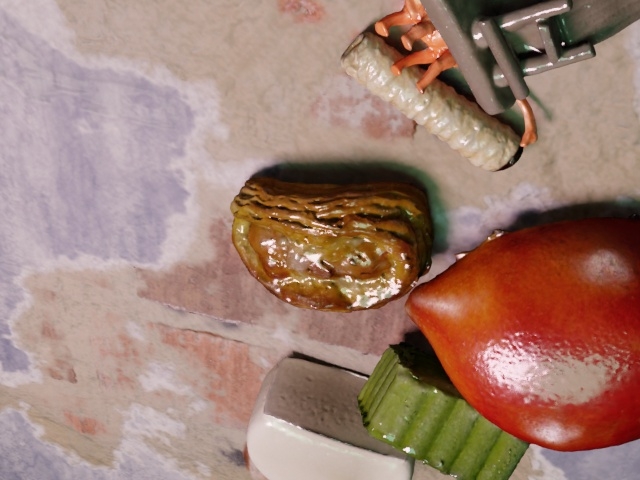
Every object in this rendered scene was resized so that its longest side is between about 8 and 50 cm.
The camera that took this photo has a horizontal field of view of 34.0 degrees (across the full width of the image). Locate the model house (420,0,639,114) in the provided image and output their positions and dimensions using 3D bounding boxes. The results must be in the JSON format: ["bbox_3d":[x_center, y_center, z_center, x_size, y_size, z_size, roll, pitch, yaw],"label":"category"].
[{"bbox_3d":[0.196,-0.247,0.952,0.188,0.122,0.229,-16,121,29],"label":"model house"}]

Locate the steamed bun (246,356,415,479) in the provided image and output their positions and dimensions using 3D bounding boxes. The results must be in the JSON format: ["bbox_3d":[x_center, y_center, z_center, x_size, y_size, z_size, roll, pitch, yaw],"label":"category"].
[{"bbox_3d":[0.016,0.285,1.496,0.242,0.146,0.164,17,132,3],"label":"steamed bun"}]

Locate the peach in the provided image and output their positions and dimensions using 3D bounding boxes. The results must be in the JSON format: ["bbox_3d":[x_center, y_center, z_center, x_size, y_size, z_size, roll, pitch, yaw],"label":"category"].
[{"bbox_3d":[0.275,0.119,1.177,0.362,0.201,0.257,0,134,6],"label":"peach"}]

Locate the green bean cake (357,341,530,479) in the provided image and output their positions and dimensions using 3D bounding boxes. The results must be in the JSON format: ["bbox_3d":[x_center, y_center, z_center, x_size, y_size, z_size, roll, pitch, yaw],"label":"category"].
[{"bbox_3d":[0.158,0.225,1.342,0.200,0.214,0.113,27,94,-6],"label":"green bean cake"}]

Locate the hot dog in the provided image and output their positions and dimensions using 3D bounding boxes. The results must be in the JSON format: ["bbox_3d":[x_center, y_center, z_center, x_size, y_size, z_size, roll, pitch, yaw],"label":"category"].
[{"bbox_3d":[0.001,0.002,1.263,0.259,0.114,0.175,1,132,19],"label":"hot dog"}]

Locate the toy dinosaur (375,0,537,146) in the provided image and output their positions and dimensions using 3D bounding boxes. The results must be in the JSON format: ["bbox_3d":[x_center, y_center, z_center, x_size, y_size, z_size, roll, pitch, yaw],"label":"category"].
[{"bbox_3d":[0.125,-0.193,1.067,0.279,0.101,0.055,54,170,-22],"label":"toy dinosaur"}]

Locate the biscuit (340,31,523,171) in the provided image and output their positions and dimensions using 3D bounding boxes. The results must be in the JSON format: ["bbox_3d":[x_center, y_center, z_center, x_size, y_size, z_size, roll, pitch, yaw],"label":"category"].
[{"bbox_3d":[0.121,-0.144,1.123,0.219,0.055,0.061,34,144,-12],"label":"biscuit"}]
